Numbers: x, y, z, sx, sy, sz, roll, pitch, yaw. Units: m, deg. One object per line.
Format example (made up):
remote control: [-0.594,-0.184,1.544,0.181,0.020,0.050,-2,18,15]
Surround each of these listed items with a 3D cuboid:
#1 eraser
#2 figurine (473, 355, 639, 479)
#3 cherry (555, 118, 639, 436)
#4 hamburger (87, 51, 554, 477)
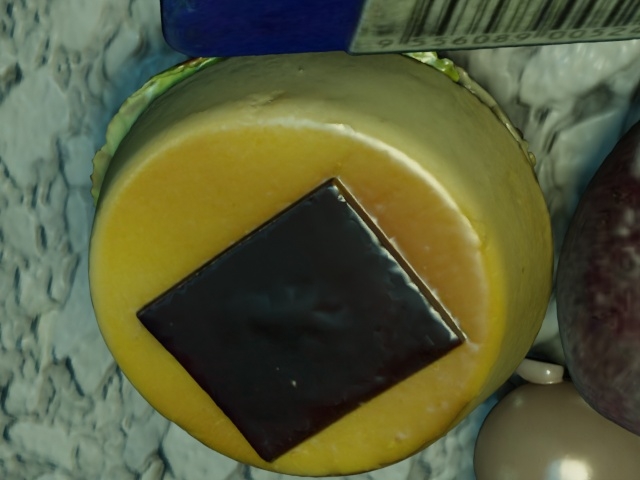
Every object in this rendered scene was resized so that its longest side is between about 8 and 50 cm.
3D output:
eraser: [0.076,-0.172,0.971,0.332,0.155,0.101,-3,70,-8]
figurine: [0.163,0.147,1.161,0.125,0.125,0.138,8,98,9]
cherry: [0.248,0.030,1.053,0.213,0.183,0.266,-3,92,2]
hamburger: [0.000,0.000,1.095,0.300,0.176,0.300,5,114,10]
